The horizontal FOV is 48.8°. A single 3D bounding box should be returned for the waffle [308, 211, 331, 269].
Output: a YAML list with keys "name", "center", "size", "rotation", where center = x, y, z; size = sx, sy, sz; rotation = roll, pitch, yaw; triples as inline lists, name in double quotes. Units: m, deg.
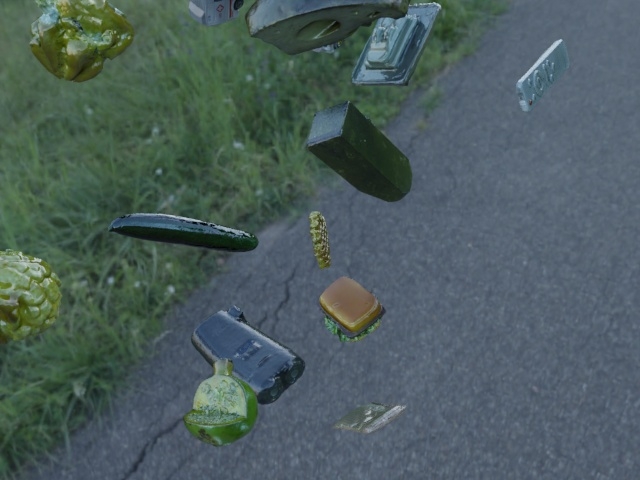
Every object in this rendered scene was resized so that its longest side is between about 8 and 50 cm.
- name: "waffle"
  center: [0.000, -0.003, 2.228]
  size: [0.038, 0.191, 0.191]
  rotation: [-11, 35, 10]

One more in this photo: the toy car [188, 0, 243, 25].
- name: "toy car"
  center: [-0.227, -0.565, 1.500]
  size: [0.108, 0.210, 0.089]
  rotation: [-33, 64, -29]

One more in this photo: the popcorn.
- name: "popcorn"
  center: [-0.791, 0.142, 1.768]
  size: [0.205, 0.237, 0.251]
  rotation: [-3, 10, 36]

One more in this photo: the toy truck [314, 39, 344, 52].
- name: "toy truck"
  center: [0.011, -0.516, 1.501]
  size: [0.098, 0.227, 0.114]
  rotation: [29, 30, 18]

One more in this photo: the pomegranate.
- name: "pomegranate"
  center: [-0.189, 0.329, 1.403]
  size: [0.143, 0.122, 0.169]
  rotation: [-19, 42, 28]

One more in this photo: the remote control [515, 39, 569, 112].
- name: "remote control"
  center: [0.340, -0.254, 1.085]
  size: [0.027, 0.050, 0.184]
  rotation: [-4, 30, 42]

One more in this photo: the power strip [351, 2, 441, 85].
- name: "power strip"
  center: [0.156, -0.451, 1.589]
  size: [0.064, 0.213, 0.198]
  rotation: [28, -8, -37]

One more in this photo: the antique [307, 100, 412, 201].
- name: "antique"
  center: [0.079, -0.149, 1.269]
  size: [0.080, 0.221, 0.081]
  rotation: [-11, 55, 39]

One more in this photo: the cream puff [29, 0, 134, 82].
- name: "cream puff"
  center: [-0.455, -0.386, 1.326]
  size: [0.194, 0.195, 0.221]
  rotation: [-13, 28, -18]

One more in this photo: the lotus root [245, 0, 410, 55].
- name: "lotus root"
  center: [0.000, -0.462, 1.318]
  size: [0.314, 0.142, 0.210]
  rotation: [-22, 62, 25]

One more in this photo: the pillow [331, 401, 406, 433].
- name: "pillow"
  center: [0.123, 0.447, 1.786]
  size: [0.135, 0.034, 0.211]
  rotation: [-23, 0, -29]

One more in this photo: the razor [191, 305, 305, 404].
- name: "razor"
  center: [-0.209, 0.322, 1.995]
  size: [0.327, 0.107, 0.189]
  rotation: [32, 54, 33]

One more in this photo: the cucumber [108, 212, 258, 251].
- name: "cucumber"
  center: [-0.239, -0.015, 1.275]
  size: [0.284, 0.056, 0.056]
  rotation: [8, 30, -29]

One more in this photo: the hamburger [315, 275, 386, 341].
- name: "hamburger"
  center: [0.067, 0.166, 1.654]
  size: [0.137, 0.087, 0.166]
  rotation: [-35, 47, -13]
